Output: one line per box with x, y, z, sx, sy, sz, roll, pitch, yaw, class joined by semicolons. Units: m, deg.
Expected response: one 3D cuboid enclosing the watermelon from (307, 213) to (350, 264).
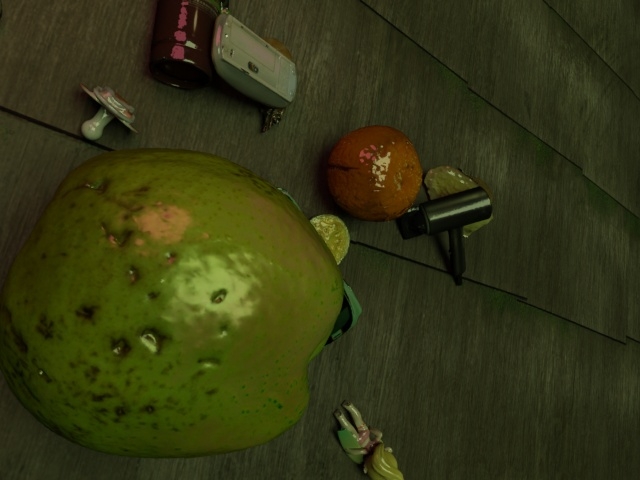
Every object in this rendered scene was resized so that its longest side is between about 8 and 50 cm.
0.000;0.000;0.928;0.106;0.062;0.105;-5;101;-25;watermelon

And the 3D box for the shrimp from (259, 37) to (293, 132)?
-0.093;-0.282;0.899;0.099;0.041;0.180;10;80;-36;shrimp

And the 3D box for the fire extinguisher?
-0.194;-0.416;0.803;0.141;0.105;0.341;34;59;-70;fire extinguisher

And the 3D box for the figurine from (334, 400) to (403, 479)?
0.091;0.397;0.959;0.083;0.083;0.187;-34;97;-35;figurine

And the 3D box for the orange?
0.100;-0.128;0.961;0.193;0.161;0.193;-8;102;-44;orange

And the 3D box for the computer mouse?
-0.109;-0.290;0.824;0.199;0.045;0.102;15;78;-56;computer mouse

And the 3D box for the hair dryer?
0.289;0.013;1.146;0.196;0.078;0.248;-16;120;-3;hair dryer

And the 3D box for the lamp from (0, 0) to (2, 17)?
-0.517;-0.254;0.541;0.203;0.125;0.283;54;52;-45;lamp

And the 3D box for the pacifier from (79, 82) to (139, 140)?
-0.308;-0.174;0.708;0.078;0.081;0.099;-47;116;0;pacifier

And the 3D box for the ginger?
0.333;-0.123;1.195;0.193;0.115;0.122;44;40;-18;ginger

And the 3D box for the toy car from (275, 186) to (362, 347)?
-0.039;0.057;0.828;0.136;0.125;0.305;-34;109;-9;toy car

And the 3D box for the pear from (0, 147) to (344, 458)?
-0.151;0.073;0.605;0.391;0.391;0.390;5;83;-38;pear
